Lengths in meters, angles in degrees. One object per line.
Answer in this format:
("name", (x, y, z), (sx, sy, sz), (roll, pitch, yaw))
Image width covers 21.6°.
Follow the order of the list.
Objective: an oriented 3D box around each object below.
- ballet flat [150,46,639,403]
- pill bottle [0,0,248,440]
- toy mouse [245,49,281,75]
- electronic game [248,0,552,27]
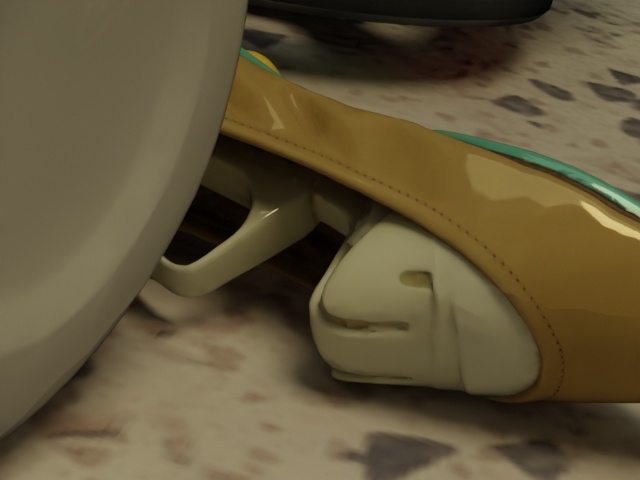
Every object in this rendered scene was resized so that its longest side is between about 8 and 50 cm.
("ballet flat", (0.000, 0.000, 0.457), (0.232, 0.080, 0.073), (26, 57, 25))
("pill bottle", (-0.189, -0.082, 0.384), (0.323, 0.181, 0.181), (23, 26, 19))
("toy mouse", (-0.081, -0.064, 0.580), (0.143, 0.031, 0.161), (24, 27, 22))
("electronic game", (-0.011, -0.127, 0.730), (0.229, 0.048, 0.229), (9, 17, -3))
